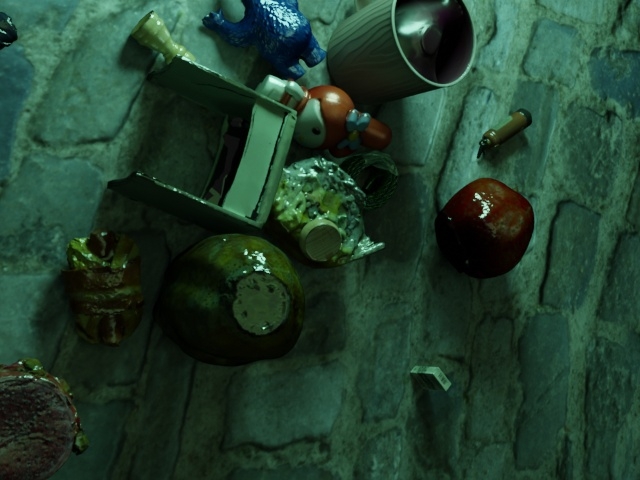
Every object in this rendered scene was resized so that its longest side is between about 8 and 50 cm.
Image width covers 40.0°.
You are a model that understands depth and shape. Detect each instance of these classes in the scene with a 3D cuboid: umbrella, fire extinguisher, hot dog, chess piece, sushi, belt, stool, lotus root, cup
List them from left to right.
[{"bbox_3d":[-0.639,-0.331,1.486,0.248,0.071,0.071,-24,98,-23],"label":"umbrella"},{"bbox_3d":[-0.381,0.085,1.573,0.146,0.103,0.213,-13,94,-31],"label":"hot dog"},{"bbox_3d":[-0.296,-0.374,1.681,0.122,0.066,0.066,42,67,-24],"label":"chess piece"},{"bbox_3d":[-0.216,-0.169,1.652,0.269,0.170,0.244,23,74,-27],"label":"stool"},{"bbox_3d":[-0.154,0.110,1.575,0.250,0.346,0.250,2,85,-22],"label":"lotus root"},{"bbox_3d":[-0.007,-0.050,1.783,0.274,0.139,0.184,47,68,-22],"label":"sushi"},{"bbox_3d":[0.000,0.000,1.689,0.083,0.038,0.084,-6,107,-21],"label":"chess piece"},{"bbox_3d":[0.103,-0.130,1.888,0.151,0.079,0.121,-41,106,-27],"label":"belt"},{"bbox_3d":[0.145,-0.429,1.823,0.208,0.273,0.288,-47,108,-24],"label":"cup"},{"bbox_3d":[0.436,-0.256,2.113,0.177,0.050,0.062,-34,142,-27],"label":"fire extinguisher"}]

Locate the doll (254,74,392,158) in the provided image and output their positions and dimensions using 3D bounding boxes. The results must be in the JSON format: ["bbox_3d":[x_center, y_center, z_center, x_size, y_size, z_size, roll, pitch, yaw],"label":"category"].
[{"bbox_3d":[0.005,-0.248,1.791,0.290,0.161,0.130,23,65,-19],"label":"doll"}]

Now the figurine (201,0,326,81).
[{"bbox_3d":[-0.099,-0.439,1.769,0.262,0.120,0.164,38,72,-20],"label":"figurine"}]

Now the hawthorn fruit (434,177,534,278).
[{"bbox_3d":[0.379,-0.035,1.983,0.215,0.215,0.250,49,58,-18],"label":"hawthorn fruit"}]

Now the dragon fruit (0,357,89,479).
[{"bbox_3d":[-0.527,0.291,1.462,0.282,0.147,0.211,20,86,-25],"label":"dragon fruit"}]

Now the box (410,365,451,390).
[{"bbox_3d":[0.241,0.303,1.933,0.024,0.083,0.054,-48,109,-26],"label":"box"}]
